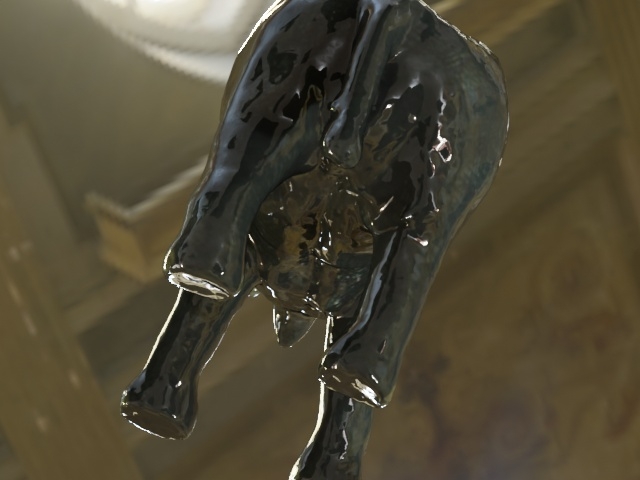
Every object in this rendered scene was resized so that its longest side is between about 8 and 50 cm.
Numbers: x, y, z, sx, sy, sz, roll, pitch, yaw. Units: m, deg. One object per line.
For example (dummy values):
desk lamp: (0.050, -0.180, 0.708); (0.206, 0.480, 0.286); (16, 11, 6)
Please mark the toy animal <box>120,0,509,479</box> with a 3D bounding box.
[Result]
toy animal: (-0.004, 0.009, 0.627); (0.082, 0.269, 0.137); (21, -108, 1)
